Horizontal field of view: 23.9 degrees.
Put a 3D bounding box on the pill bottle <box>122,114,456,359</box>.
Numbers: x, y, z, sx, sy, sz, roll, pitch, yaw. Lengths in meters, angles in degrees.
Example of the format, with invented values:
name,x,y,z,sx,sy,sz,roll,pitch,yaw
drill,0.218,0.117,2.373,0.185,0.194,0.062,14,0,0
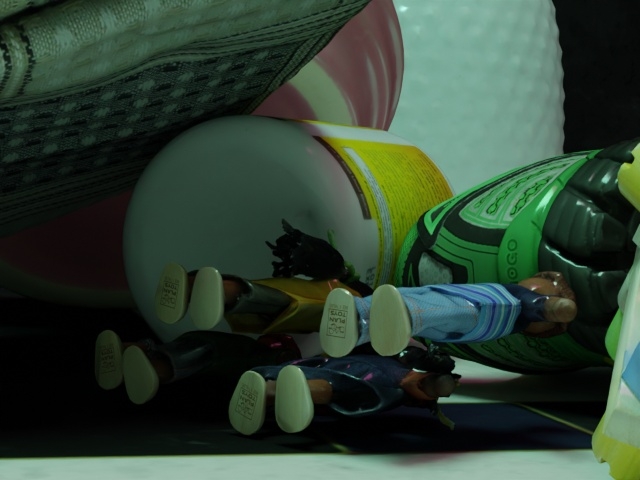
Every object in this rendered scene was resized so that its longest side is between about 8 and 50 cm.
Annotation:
name,x,y,z,sx,sy,sz,roll,pitch,yaw
pill bottle,0.000,0.000,0.750,0.117,0.117,0.215,3,3,22

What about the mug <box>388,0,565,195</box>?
name,x,y,z,sx,sy,sz,roll,pitch,yaw
mug,0.029,-0.130,1.291,0.374,0.328,0.276,4,3,40

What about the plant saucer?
name,x,y,z,sx,sy,sz,roll,pitch,yaw
plant saucer,-0.108,-0.065,0.888,0.332,0.084,0.332,-9,-38,-7

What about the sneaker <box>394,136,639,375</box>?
name,x,y,z,sx,sy,sz,roll,pitch,yaw
sneaker,0.166,-0.001,0.757,0.146,0.134,0.343,-2,-3,39

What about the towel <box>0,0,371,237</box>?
name,x,y,z,sx,sy,sz,roll,pitch,yaw
towel,-0.143,-0.038,0.621,0.324,0.056,0.312,-19,-4,-26

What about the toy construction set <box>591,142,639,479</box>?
name,x,y,z,sx,sy,sz,roll,pitch,yaw
toy construction set,0.171,-0.056,0.557,0.215,0.327,0.151,5,-37,-16

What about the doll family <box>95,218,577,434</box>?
name,x,y,z,sx,sy,sz,roll,pitch,yaw
doll family,0.010,0.035,0.568,0.193,0.076,0.111,12,4,44
